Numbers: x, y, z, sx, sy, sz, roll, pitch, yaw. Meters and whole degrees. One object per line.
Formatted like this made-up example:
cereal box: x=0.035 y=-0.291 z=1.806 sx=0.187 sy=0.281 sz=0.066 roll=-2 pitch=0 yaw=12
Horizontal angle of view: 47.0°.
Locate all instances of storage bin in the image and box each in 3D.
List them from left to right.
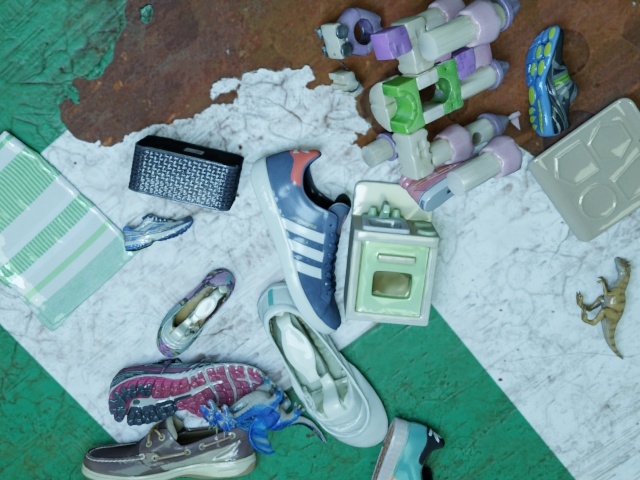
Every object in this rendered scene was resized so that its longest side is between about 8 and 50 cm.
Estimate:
storage bin: x=-0.234 y=-0.121 z=1.300 sx=0.180 sy=0.122 sz=0.084 roll=12 pitch=106 yaw=-3

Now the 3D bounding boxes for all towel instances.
towel: x=-0.541 y=-0.014 z=1.380 sx=0.248 sy=0.038 sz=0.325 roll=-42 pitch=101 yaw=11

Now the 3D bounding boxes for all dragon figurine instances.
dragon figurine: x=-0.110 y=0.348 z=1.407 sx=0.144 sy=0.085 sz=0.289 roll=-49 pitch=134 yaw=-11

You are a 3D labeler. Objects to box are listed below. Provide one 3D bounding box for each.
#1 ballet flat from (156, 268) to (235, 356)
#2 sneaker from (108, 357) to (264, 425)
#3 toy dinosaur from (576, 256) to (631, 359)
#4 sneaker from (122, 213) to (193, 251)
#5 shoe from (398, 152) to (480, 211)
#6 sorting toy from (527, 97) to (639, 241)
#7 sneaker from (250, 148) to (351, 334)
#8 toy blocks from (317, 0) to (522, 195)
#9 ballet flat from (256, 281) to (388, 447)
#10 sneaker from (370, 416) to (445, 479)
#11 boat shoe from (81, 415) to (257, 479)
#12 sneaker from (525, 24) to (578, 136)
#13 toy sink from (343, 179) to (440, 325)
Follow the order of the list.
ballet flat: x=-0.244 y=0.146 z=1.399 sx=0.077 sy=0.079 sz=0.221 roll=40 pitch=103 yaw=-11
sneaker: x=-0.256 y=0.272 z=1.427 sx=0.299 sy=0.112 sz=0.120 roll=-1 pitch=112 yaw=-12
toy dinosaur: x=0.545 y=0.140 z=1.394 sx=0.112 sy=0.064 sz=0.211 roll=3 pitch=106 yaw=-1
sneaker: x=-0.305 y=-0.026 z=1.365 sx=0.135 sy=0.052 sz=0.058 roll=-19 pitch=87 yaw=-5
shoe: x=0.228 y=-0.126 z=1.322 sx=0.178 sy=0.081 sz=0.063 roll=-32 pitch=147 yaw=-16
sorting toy: x=0.512 y=-0.126 z=1.336 sx=0.208 sy=0.038 sz=0.193 roll=-35 pitch=102 yaw=15
sneaker: x=0.000 y=0.000 z=1.326 sx=0.148 sy=0.131 sz=0.350 roll=-18 pitch=105 yaw=10
toy blocks: x=0.211 y=-0.269 z=1.230 sx=0.260 sy=0.309 sz=0.288 roll=-30 pitch=119 yaw=-24
ballet flat: x=0.000 y=0.264 z=1.403 sx=0.139 sy=0.139 sz=0.400 roll=-29 pitch=104 yaw=9
sneaker: x=0.160 y=0.508 z=1.481 sx=0.121 sy=0.108 sz=0.302 roll=17 pitch=104 yaw=0
boat shoe: x=-0.298 y=0.404 z=1.460 sx=0.342 sy=0.123 sz=0.123 roll=-1 pitch=98 yaw=-2
sneaker: x=0.406 y=-0.277 z=1.284 sx=0.078 sy=0.067 sz=0.188 roll=-10 pitch=105 yaw=-18
toy sink: x=0.128 y=0.022 z=1.331 sx=0.153 sy=0.131 sz=0.234 roll=6 pitch=105 yaw=-1
